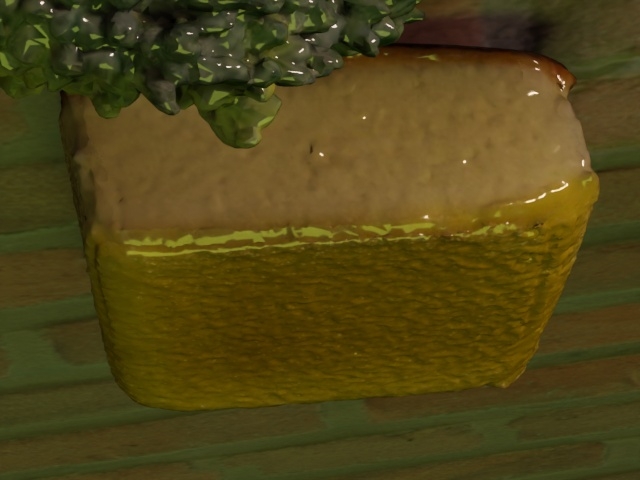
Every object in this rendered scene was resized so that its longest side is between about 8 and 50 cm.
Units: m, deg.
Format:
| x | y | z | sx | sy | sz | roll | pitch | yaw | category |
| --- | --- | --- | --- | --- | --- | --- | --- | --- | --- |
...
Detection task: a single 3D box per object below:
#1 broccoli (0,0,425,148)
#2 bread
| x | y | z | sx | sy | sz | roll | pitch | yaw | category |
| --- | --- | --- | --- | --- | --- | --- | --- | --- | --- |
| -0.105 | -0.160 | 0.739 | 0.248 | 0.288 | 0.245 | -31 | -177 | -20 | broccoli |
| 0.000 | 0.000 | 1.201 | 0.323 | 0.143 | 0.333 | -4 | 157 | -5 | bread |
